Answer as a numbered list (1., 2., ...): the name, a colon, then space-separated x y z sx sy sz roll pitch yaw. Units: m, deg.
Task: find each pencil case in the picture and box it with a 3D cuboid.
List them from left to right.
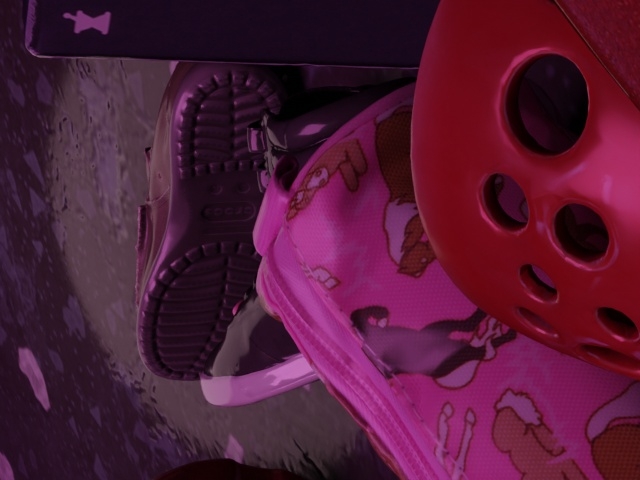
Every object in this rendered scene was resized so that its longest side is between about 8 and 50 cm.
1. pencil case: 0.126 0.106 0.785 0.386 0.160 0.167 55 -165 22

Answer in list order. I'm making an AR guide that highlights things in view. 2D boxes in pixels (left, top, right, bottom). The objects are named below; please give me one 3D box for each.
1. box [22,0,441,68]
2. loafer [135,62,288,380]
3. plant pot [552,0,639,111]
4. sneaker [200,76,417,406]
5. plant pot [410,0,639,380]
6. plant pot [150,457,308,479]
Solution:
1. box: -0.014 -0.263 0.684 0.296 0.183 0.294 108 160 -53
2. loafer: -0.065 -0.020 1.183 0.087 0.094 0.251 -105 23 -51
3. plant pot: 0.200 -0.109 0.423 0.267 0.267 0.235 -6 108 63
4. sneaker: 0.000 0.000 1.048 0.296 0.105 0.147 -30 80 57
5. plant pot: 0.155 -0.034 0.640 0.174 0.191 0.191 23 129 44
6. plant pot: -0.088 0.292 1.266 0.272 0.272 0.265 58 144 21
